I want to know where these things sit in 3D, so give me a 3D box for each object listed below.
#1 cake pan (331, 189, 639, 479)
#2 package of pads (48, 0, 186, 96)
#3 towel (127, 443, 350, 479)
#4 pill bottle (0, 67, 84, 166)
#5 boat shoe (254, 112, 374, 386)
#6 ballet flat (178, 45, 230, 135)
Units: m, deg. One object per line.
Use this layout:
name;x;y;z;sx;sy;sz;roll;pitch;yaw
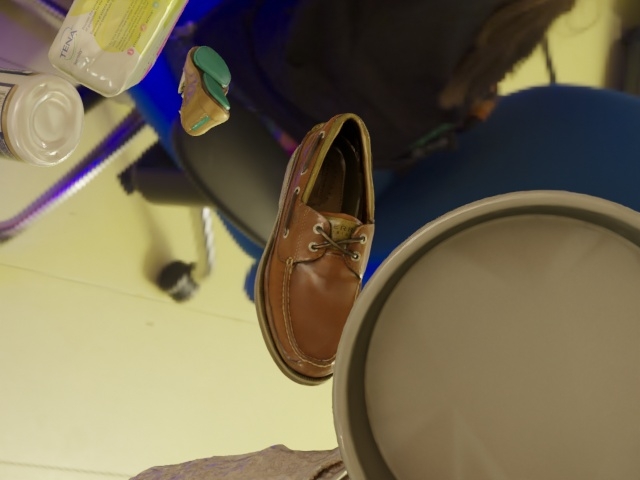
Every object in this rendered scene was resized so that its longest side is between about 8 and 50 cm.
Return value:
cake pan;0.155;0.109;0.876;0.054;0.293;0.293;-51;143;-83
package of pads;-0.196;-0.314;1.418;0.101;0.229;0.296;29;99;-6
towel;-0.111;0.230;1.006;0.187;0.282;0.049;-27;100;-55
pill bottle;-0.333;-0.131;1.255;0.094;0.169;0.094;-20;115;-50
boat shoe;0.000;0.000;1.318;0.111;0.104;0.307;12;61;-20
ballet flat;-0.174;-0.215;1.733;0.073;0.232;0.080;-43;111;14
